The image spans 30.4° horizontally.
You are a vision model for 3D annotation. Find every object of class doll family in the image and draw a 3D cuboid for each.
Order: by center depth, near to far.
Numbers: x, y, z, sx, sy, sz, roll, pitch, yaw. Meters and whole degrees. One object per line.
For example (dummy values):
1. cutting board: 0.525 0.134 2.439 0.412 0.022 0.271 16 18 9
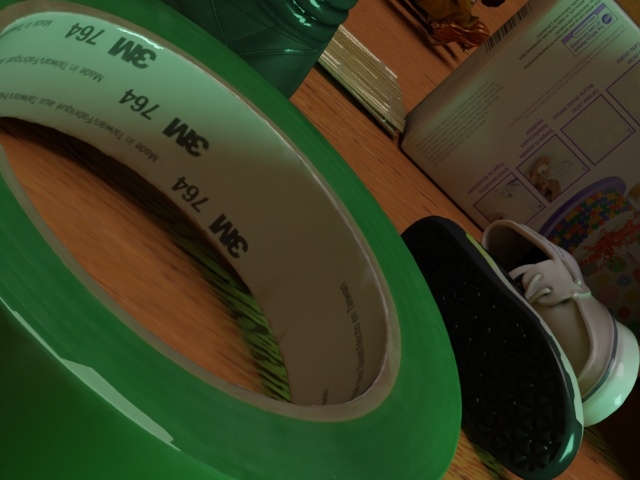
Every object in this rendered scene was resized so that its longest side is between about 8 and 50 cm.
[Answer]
1. doll family: 0.165 -0.329 1.632 0.163 0.118 0.263 37 4 -11

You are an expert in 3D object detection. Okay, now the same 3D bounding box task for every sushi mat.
1. sushi mat: -0.031 -0.233 1.156 0.316 0.019 0.151 42 20 -18

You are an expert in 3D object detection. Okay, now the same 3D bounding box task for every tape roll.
1. tape roll: -0.074 0.003 0.538 0.321 0.077 0.321 37 26 -22

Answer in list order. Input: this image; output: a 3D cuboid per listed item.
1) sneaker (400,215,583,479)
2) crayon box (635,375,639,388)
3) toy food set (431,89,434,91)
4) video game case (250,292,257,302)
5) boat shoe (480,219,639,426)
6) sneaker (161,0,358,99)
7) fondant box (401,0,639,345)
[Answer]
1. sneaker: 0.134 0.071 0.852 0.097 0.084 0.235 28 28 -45
2. crayon box: 0.484 0.238 1.259 0.318 0.081 0.202 26 29 -46
3. toy food set: 0.162 -0.148 1.390 0.083 0.020 0.082 42 21 -18
4. video game case: 0.000 0.000 0.799 0.190 0.022 0.173 27 29 -44
5. boat shoe: 0.182 0.060 0.979 0.084 0.095 0.258 37 13 -18
6. sneaker: -0.096 -0.224 0.831 0.296 0.147 0.104 37 25 -24
7. fondant box: 0.276 -0.074 1.177 0.330 0.238 0.096 44 19 -12
